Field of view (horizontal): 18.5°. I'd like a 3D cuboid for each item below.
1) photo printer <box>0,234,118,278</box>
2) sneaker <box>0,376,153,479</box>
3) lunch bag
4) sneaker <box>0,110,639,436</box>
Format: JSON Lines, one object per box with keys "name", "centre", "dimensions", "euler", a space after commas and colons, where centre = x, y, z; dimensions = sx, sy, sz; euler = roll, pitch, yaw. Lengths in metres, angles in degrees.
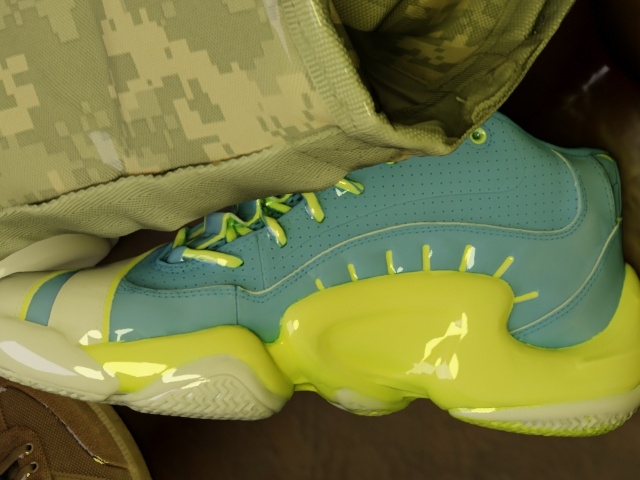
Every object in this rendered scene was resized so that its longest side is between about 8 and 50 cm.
{"name": "photo printer", "centre": [-0.250, -0.068, 0.930], "dimensions": [0.256, 0.107, 0.307], "euler": [-36, 78, 41]}
{"name": "sneaker", "centre": [-0.112, 0.132, 0.889], "dimensions": [0.188, 0.071, 0.066], "euler": [54, 130, 16]}
{"name": "lunch bag", "centre": [-0.038, -0.136, 0.639], "dimensions": [0.235, 0.169, 0.287], "euler": [-8, 70, 43]}
{"name": "sneaker", "centre": [0.000, 0.000, 0.682], "dimensions": [0.091, 0.240, 0.126], "euler": [174, 100, -74]}
